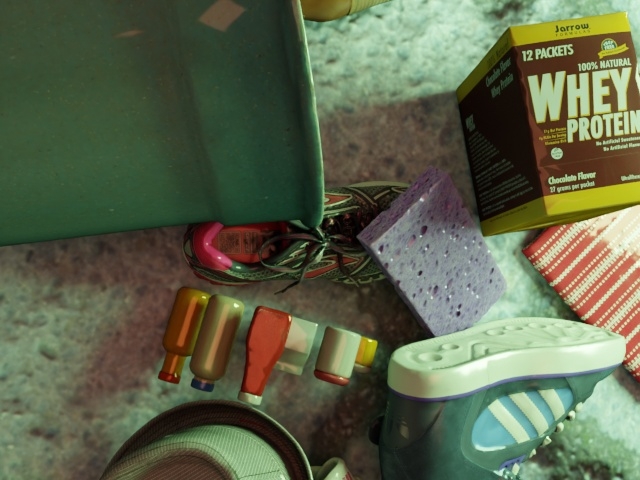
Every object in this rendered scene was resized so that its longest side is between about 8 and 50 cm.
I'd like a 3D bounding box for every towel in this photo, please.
[{"bbox_3d":[0.416,0.048,0.849,0.199,0.031,0.275,-44,94,-9],"label":"towel"}]

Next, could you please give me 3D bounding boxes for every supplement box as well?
[{"bbox_3d":[0.256,-0.118,0.730,0.129,0.191,0.194,-9,85,-5],"label":"supplement box"}]

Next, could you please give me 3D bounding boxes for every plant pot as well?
[{"bbox_3d":[-0.196,-0.142,0.560,0.334,0.341,0.341,-13,89,-6],"label":"plant pot"}]

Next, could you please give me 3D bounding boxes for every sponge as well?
[{"bbox_3d":[0.136,0.028,0.739,0.117,0.031,0.210,-45,128,-9],"label":"sponge"}]

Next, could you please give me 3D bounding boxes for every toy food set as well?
[{"bbox_3d":[-0.055,0.129,0.700,0.232,0.111,0.104,17,81,-8],"label":"toy food set"}]

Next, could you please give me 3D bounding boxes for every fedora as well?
[{"bbox_3d":[-0.141,0.273,0.604,0.276,0.124,0.243,-25,65,12],"label":"fedora"}]

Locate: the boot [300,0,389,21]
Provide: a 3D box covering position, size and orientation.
[{"bbox_3d":[-0.031,-0.393,0.755,0.220,0.109,0.283,-13,97,-8],"label":"boot"}]

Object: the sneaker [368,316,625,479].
[{"bbox_3d":[0.211,0.226,0.753,0.323,0.130,0.236,-5,101,-26],"label":"sneaker"}]

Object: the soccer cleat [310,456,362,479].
[{"bbox_3d":[0.034,0.324,0.699,0.331,0.116,0.143,29,96,-7],"label":"soccer cleat"}]

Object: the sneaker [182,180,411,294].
[{"bbox_3d":[0.000,0.000,0.722,0.299,0.112,0.120,-10,89,-13],"label":"sneaker"}]
